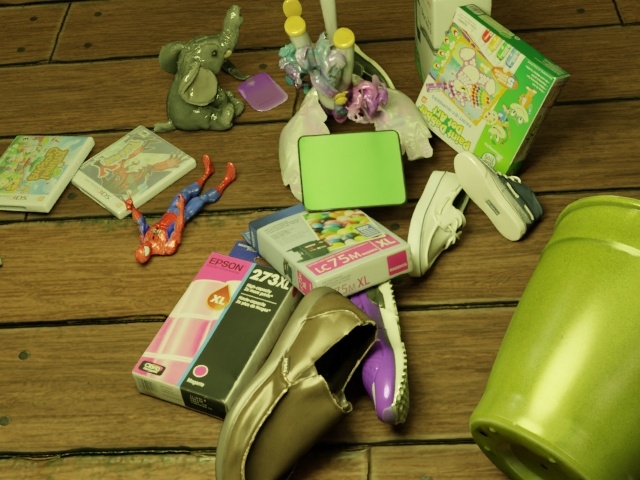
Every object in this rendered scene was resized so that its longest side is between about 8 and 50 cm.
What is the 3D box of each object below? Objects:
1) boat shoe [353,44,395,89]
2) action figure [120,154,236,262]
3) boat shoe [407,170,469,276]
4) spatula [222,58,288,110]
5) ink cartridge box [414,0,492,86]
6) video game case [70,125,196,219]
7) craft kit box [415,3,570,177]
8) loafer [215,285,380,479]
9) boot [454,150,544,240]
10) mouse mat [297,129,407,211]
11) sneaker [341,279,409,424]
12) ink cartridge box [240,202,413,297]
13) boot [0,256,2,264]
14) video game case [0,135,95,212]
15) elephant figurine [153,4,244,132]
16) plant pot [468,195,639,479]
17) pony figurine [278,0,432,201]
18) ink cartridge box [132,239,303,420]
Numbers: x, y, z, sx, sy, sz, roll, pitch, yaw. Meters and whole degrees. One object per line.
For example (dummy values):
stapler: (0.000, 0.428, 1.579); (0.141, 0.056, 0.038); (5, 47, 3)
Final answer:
boat shoe: (0.087, -0.354, 2.089); (0.079, 0.084, 0.233); (-39, 52, -5)
action figure: (-0.272, -0.080, 1.830); (0.091, 0.139, 0.280); (17, 53, 24)
boat shoe: (0.218, -0.035, 1.742); (0.084, 0.095, 0.258); (6, 48, 19)
spatula: (-0.188, -0.377, 2.172); (0.084, 0.030, 0.296); (-33, 51, -20)
ink cartridge box: (0.267, -0.435, 1.986); (0.121, 0.289, 0.211); (-9, 45, -1)
video game case: (-0.386, -0.143, 1.979); (0.183, 0.023, 0.201); (33, 58, 32)
craft kit box: (0.312, -0.274, 1.831); (0.061, 0.247, 0.250); (-21, 54, -39)
loafer: (-0.030, 0.236, 1.422); (0.130, 0.134, 0.366); (13, 70, 39)
boot: (0.324, -0.096, 1.761); (0.086, 0.069, 0.190); (-38, 95, -32)
mouse mat: (0.056, -0.127, 1.748); (0.189, 0.007, 0.153); (-4, 69, -2)
sneaker: (0.061, 0.183, 1.555); (0.146, 0.102, 0.293); (-7, 38, 1)
ink cartridge box: (0.000, 0.000, 1.697); (0.185, 0.065, 0.311); (-20, 29, -22)
boot: (-0.725, 0.011, 1.841); (0.208, 0.076, 0.190); (-27, 63, -9)
video game case: (-0.591, -0.140, 1.987); (0.193, 0.023, 0.212); (3, 46, 21)
elephant figurine: (-0.254, -0.352, 2.011); (0.169, 0.239, 0.186); (14, 50, 20)
plant pot: (0.400, 0.192, 1.357); (0.366, 0.366, 0.353); (28, 67, 30)
pony figurine: (0.032, -0.296, 1.876); (0.302, 0.363, 0.351); (-16, 58, 2)
ink cartridge box: (-0.152, 0.127, 1.663); (0.175, 0.069, 0.371); (14, 47, 20)
